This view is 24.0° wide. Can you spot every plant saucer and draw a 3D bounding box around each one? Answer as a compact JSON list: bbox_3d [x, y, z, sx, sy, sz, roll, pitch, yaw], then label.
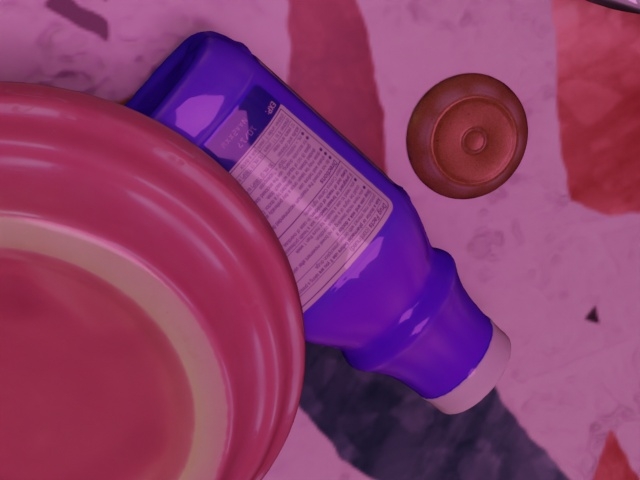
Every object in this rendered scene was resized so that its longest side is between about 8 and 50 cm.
[{"bbox_3d":[0.097,-0.065,0.972,0.083,0.015,0.083,-4,106,-14],"label":"plant saucer"},{"bbox_3d":[-0.174,0.077,0.856,0.332,0.084,0.332,0,119,-1],"label":"plant saucer"}]

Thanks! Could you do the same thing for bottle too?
[{"bbox_3d":[0.000,0.000,0.923,0.283,0.092,0.118,40,97,-21],"label":"bottle"}]

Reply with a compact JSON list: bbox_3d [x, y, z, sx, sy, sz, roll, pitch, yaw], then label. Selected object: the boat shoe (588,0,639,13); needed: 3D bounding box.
[{"bbox_3d":[0.239,-0.179,0.956,0.183,0.065,0.083,7,101,-22],"label":"boat shoe"}]
